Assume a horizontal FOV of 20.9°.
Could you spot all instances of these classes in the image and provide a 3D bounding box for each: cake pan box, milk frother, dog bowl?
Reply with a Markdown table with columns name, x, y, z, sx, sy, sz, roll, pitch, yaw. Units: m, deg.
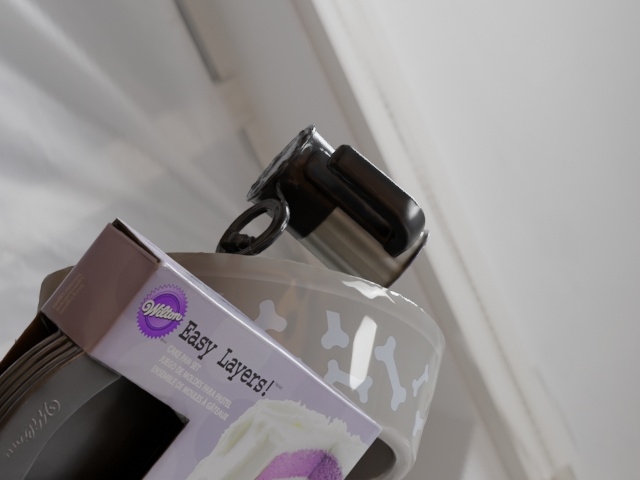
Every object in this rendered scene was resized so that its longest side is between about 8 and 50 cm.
| name | x | y | z | sx | sy | sz | roll | pitch | yaw |
| --- | --- | --- | --- | --- | --- | --- | --- | --- | --- |
| cake pan box | -0.117 | 0.146 | 1.077 | 0.246 | 0.267 | 0.070 | -52 | -135 | -5 |
| milk frother | 0.000 | 0.000 | 1.406 | 0.143 | 0.135 | 0.129 | -50 | -172 | -10 |
| dog bowl | -0.077 | 0.123 | 1.363 | 0.349 | 0.349 | 0.102 | -13 | -119 | 34 |
